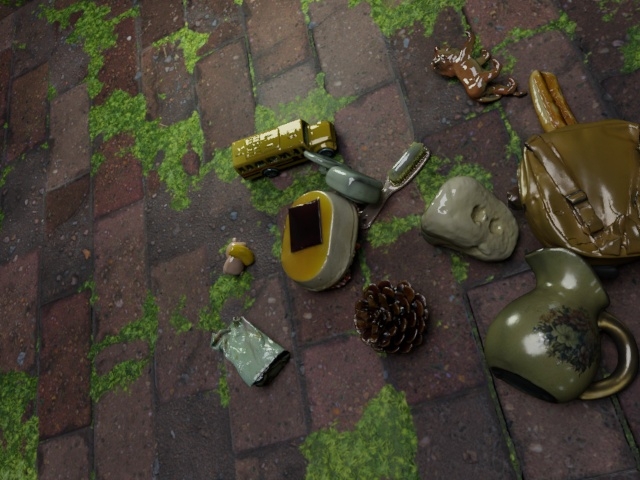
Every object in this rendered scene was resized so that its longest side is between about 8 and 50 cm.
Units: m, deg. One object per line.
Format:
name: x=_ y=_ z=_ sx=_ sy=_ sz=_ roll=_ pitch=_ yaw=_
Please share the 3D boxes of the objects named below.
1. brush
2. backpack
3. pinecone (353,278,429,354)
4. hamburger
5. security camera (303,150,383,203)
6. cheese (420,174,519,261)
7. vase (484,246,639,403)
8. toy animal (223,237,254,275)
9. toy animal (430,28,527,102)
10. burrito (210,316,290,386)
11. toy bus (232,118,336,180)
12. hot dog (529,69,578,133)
brush: x=0.200 y=-0.165 z=1.803 sx=0.312 sy=0.067 sz=0.072 roll=-50 pitch=57 yaw=2
backpack: x=0.629 y=-0.104 z=1.456 sx=0.354 sy=0.201 sz=0.377 roll=-2 pitch=63 yaw=11
pinecone: x=0.171 y=0.193 z=1.587 sx=0.208 sy=0.208 sz=0.207 roll=-11 pitch=64 yaw=23
hamburger: x=0.000 y=0.000 z=1.785 sx=0.227 sy=0.151 sz=0.295 roll=1 pitch=78 yaw=35
security camera: x=0.054 y=-0.189 z=1.821 sx=0.301 sy=0.157 sz=0.080 roll=38 pitch=111 yaw=48
cheese: x=0.372 y=-0.057 z=1.567 sx=0.251 sy=0.248 sz=0.173 roll=27 pitch=84 yaw=27
vase: x=0.554 y=0.215 z=1.382 sx=0.329 sy=0.241 sz=0.302 roll=30 pitch=76 yaw=2
toy animal: x=-0.260 y=0.051 z=1.943 sx=0.082 sy=0.091 sz=0.114 roll=44 pitch=123 yaw=51
toy animal: x=0.440 y=-0.492 z=1.814 sx=0.157 sy=0.097 sz=0.312 roll=-42 pitch=58 yaw=20
burrito: x=-0.207 y=0.316 z=1.789 sx=0.229 sy=0.089 sz=0.144 roll=35 pitch=73 yaw=33
toy bus: x=-0.119 y=-0.299 z=1.986 sx=0.336 sy=0.123 sz=0.121 roll=-16 pitch=63 yaw=21
hot dog: x=0.614 y=-0.350 z=1.658 sx=0.076 sy=0.102 sz=0.249 roll=127 pitch=141 yaw=-50
